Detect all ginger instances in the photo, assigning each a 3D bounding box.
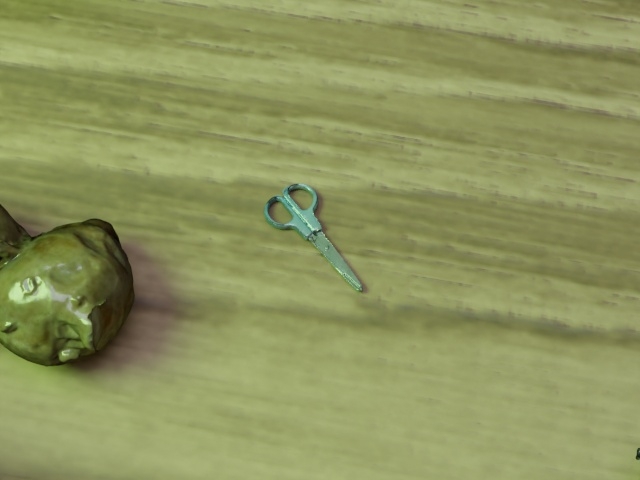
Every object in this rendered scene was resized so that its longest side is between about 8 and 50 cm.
[{"bbox_3d":[-0.205,0.007,0.873,0.204,0.080,0.104,19,41,5],"label":"ginger"}]

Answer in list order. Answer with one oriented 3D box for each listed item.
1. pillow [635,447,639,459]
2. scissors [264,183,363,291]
[{"bbox_3d":[0.340,0.146,0.732,0.228,0.101,0.326,-29,31,-10],"label":"pillow"},{"bbox_3d":[0.000,0.000,0.922,0.036,0.006,0.083,-34,70,-18],"label":"scissors"}]
